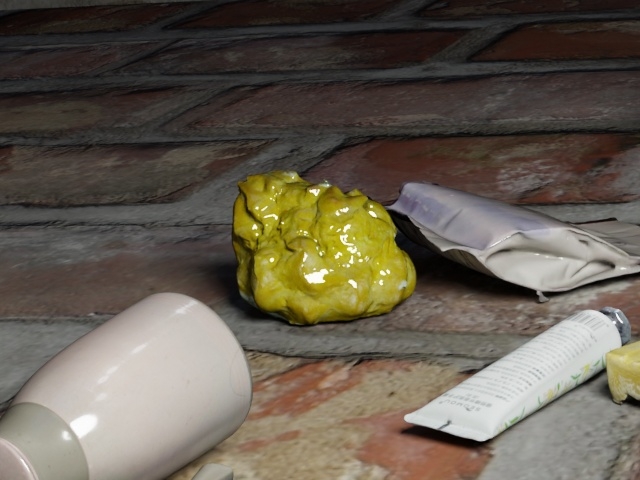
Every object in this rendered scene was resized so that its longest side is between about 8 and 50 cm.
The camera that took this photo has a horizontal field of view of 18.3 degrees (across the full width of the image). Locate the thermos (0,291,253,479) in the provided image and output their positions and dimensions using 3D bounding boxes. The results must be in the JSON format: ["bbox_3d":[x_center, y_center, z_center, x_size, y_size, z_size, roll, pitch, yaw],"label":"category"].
[{"bbox_3d":[-0.124,0.120,1.190,0.137,0.105,0.193,35,34,19],"label":"thermos"}]

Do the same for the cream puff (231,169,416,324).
[{"bbox_3d":[0.000,0.000,1.568,0.146,0.116,0.146,-7,11,1],"label":"cream puff"}]

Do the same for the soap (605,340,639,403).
[{"bbox_3d":[0.312,0.069,1.329,0.252,0.037,0.092,-14,18,-33],"label":"soap"}]

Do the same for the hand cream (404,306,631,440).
[{"bbox_3d":[0.140,0.091,1.311,0.067,0.042,0.194,17,30,39],"label":"hand cream"}]

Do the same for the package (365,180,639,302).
[{"bbox_3d":[0.176,0.001,1.631,0.251,0.062,0.204,4,10,-20],"label":"package"}]
